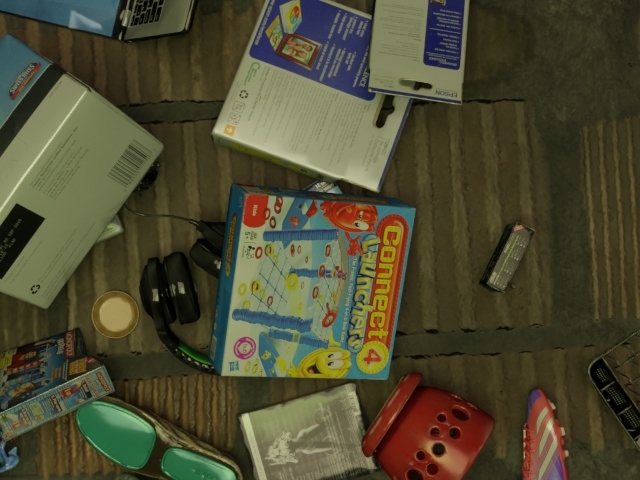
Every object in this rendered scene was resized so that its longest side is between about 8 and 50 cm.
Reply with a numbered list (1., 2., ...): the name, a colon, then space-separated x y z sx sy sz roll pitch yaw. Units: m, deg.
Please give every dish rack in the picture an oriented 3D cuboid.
1. dish rack: 0.617 0.229 1.905 0.271 0.074 0.208 -34 89 -1

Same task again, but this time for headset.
1. headset: -0.210 0.046 1.906 0.243 0.185 0.394 -33 103 2

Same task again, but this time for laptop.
1. laptop: -0.363 -0.558 1.867 0.236 0.408 0.382 15 88 -33

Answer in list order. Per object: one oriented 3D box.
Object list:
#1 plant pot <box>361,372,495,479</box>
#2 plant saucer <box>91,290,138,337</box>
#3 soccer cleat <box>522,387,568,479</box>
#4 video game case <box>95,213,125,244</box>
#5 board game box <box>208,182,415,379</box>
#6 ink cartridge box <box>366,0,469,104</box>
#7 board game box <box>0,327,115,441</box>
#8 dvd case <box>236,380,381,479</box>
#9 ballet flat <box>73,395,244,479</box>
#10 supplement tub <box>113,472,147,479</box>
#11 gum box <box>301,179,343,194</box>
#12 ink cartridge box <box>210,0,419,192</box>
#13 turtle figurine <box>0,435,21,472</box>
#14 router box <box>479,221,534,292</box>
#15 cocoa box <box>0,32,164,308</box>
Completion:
1. plant pot: 0.173 0.334 1.846 0.174 0.191 0.191 32 88 7
2. plant saucer: -0.363 0.131 1.940 0.083 0.015 0.083 0 87 0
3. soccer cleat: 0.384 0.384 1.898 0.095 0.083 0.248 -13 90 4
4. video game case: -0.555 -0.088 1.939 0.329 0.036 0.300 -23 88 -1
5. board game box: -0.015 0.073 1.823 0.302 0.086 0.308 4 101 -22
6. ink cartridge box: 0.169 -0.375 1.882 0.165 0.065 0.333 9 67 -4
7. board game box: -0.451 0.236 1.866 0.194 0.194 0.060 -17 120 -1
8. dvd case: -0.021 0.357 1.928 0.221 0.018 0.164 -16 89 -1
9. ballet flat: -0.276 0.358 1.885 0.316 0.106 0.107 29 94 2
10. supplement tub: -0.235 0.551 1.827 0.338 0.207 0.207 28 88 2
11. gum box: 0.000 0.000 1.931 0.157 0.041 0.184 -32 87 -1
12. ink cartridge box: 0.005 -0.264 1.916 0.307 0.072 0.304 21 79 -1
13. turtle figurine: -0.660 0.297 1.845 0.274 0.198 0.266 -11 84 -4
14. router box: 0.324 0.030 1.904 0.038 0.092 0.122 27 87 2
15. cocoa box: -0.477 -0.109 1.774 0.228 0.231 0.347 35 88 31
